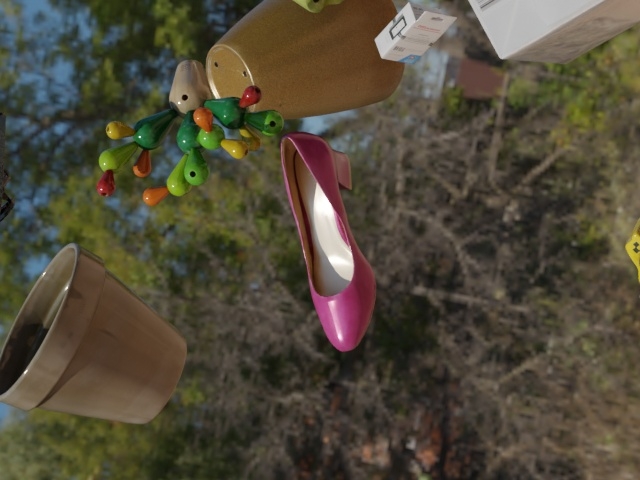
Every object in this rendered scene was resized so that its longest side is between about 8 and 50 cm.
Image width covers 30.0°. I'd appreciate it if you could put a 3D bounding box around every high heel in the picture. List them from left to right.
[{"bbox_3d":[0.000,0.000,1.331,0.117,0.082,0.244,15,-108,-57],"label":"high heel"}]

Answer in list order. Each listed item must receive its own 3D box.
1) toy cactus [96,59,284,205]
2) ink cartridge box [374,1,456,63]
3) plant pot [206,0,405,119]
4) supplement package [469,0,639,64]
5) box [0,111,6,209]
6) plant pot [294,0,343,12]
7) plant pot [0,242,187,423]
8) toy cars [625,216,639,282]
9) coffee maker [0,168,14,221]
[{"bbox_3d":[-0.154,-0.138,1.353,0.112,0.219,0.180,51,-155,-46],"label":"toy cactus"},{"bbox_3d":[0.104,-0.231,1.303,0.083,0.048,0.028,-42,55,43],"label":"ink cartridge box"},{"bbox_3d":[-0.041,-0.284,1.825,0.254,0.237,0.237,-27,-41,-34],"label":"plant pot"},{"bbox_3d":[0.278,-0.318,1.358,0.177,0.175,0.293,63,-155,6],"label":"supplement package"},{"bbox_3d":[-0.622,-0.121,1.769,0.295,0.293,0.073,-108,33,-55],"label":"box"},{"bbox_3d":[-0.044,-0.463,1.665,0.276,0.254,0.276,-43,-14,-14],"label":"plant pot"},{"bbox_3d":[-0.416,0.205,2.247,0.323,0.280,0.323,-48,26,32],"label":"plant pot"},{"bbox_3d":[0.583,0.070,1.750,0.087,0.394,0.176,-42,46,44],"label":"toy cars"},{"bbox_3d":[-0.609,-0.037,1.963,0.178,0.120,0.171,-57,-12,31],"label":"coffee maker"}]
